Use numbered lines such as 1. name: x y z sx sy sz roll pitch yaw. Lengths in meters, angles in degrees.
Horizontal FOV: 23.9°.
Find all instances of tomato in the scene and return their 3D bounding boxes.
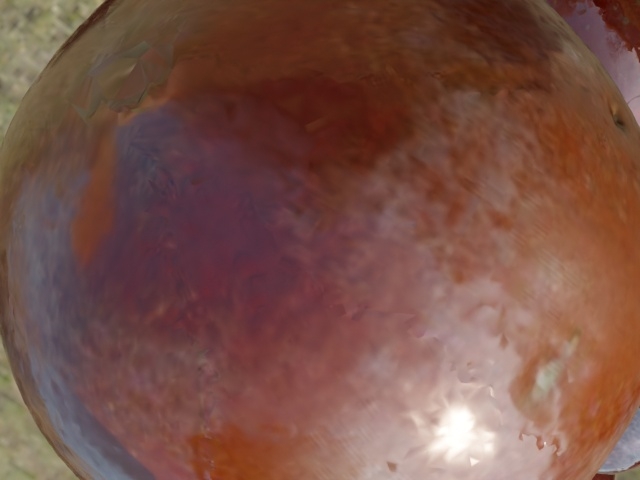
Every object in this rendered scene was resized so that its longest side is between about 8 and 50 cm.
1. tomato: 0.000 0.000 0.589 0.265 0.265 0.265 23 150 14

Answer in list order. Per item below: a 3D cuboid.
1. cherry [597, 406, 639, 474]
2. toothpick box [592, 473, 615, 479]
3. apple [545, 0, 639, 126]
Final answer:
1. cherry: 0.247 0.129 1.383 0.176 0.176 0.140 19 173 20
2. toothpick box: 0.131 0.202 1.624 0.333 0.204 0.204 36 151 -21
3. apple: 0.202 -0.172 1.274 0.260 0.260 0.217 1 108 42
